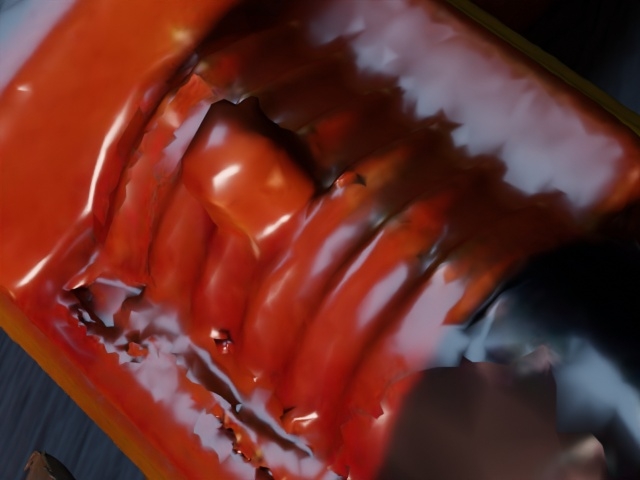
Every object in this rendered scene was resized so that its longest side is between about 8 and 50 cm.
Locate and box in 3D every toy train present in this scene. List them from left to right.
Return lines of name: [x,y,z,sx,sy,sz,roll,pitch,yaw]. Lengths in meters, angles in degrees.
toy train: [0.000,0.000,0.439,0.369,0.231,0.163,40,91,33]

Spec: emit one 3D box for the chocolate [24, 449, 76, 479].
chocolate: [-0.095,0.127,0.652,0.100,0.031,0.065,33,102,60]

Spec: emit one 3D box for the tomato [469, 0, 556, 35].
tomato: [0.012,-0.154,0.642,0.184,0.208,0.208,-4,53,62]
